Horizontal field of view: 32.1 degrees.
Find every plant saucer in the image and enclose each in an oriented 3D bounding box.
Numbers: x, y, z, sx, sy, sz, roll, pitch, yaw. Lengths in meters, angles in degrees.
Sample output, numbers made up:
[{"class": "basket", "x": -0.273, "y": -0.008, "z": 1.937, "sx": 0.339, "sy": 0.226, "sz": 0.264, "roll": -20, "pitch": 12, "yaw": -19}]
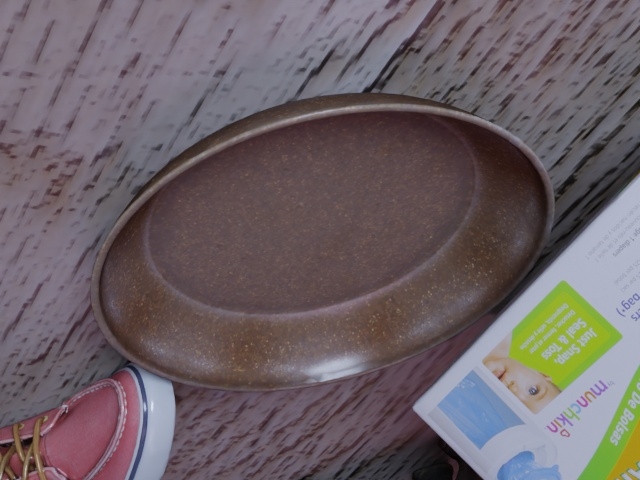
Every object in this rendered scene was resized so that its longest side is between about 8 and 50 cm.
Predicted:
[{"class": "plant saucer", "x": 0.000, "y": 0.000, "z": 0.478, "sx": 0.199, "sy": 0.036, "sz": 0.198, "roll": -10, "pitch": 145, "yaw": -7}]

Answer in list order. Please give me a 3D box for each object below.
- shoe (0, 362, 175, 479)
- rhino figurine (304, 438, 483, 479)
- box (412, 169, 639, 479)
[{"class": "shoe", "x": -0.142, "y": 0.116, "z": 0.559, "sx": 0.081, "sy": 0.063, "sz": 0.178, "roll": 7, "pitch": 143, "yaw": -34}, {"class": "rhino figurine", "x": 0.005, "y": 0.212, "z": 0.710, "sx": 0.243, "sy": 0.106, "sz": 0.073, "roll": -20, "pitch": 144, "yaw": 6}, {"class": "box", "x": 0.152, "y": 0.038, "z": 0.491, "sx": 0.103, "sy": 0.114, "sz": 0.203, "roll": -35, "pitch": 165, "yaw": -46}]
